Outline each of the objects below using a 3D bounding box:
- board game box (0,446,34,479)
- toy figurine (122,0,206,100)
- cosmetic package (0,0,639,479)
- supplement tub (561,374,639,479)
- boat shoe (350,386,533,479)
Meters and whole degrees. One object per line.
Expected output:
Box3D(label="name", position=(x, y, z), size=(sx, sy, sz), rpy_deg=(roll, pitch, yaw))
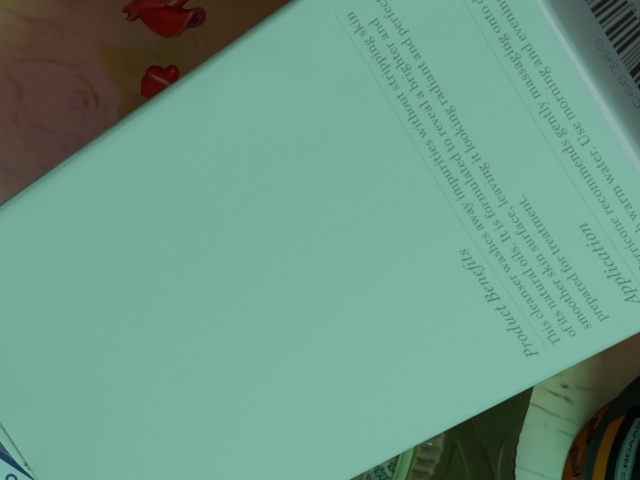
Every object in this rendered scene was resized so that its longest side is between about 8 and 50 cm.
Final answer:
Box3D(label="board game box", position=(-0.169, 0.209, 0.887), size=(0.201, 0.035, 0.136), rpy_deg=(36, 73, -10))
Box3D(label="toy figurine", position=(-0.074, -0.272, 0.963), size=(0.217, 0.191, 0.363), rpy_deg=(-30, 90, -48))
Box3D(label="cosmetic package", position=(0.000, 0.000, 0.794), size=(0.217, 0.385, 0.156), rpy_deg=(59, 29, -4))
Box3D(label="supplement tub", position=(0.282, 0.155, 0.879), size=(0.207, 0.338, 0.207), rpy_deg=(3, 81, -17))
Box3D(label="boat shoe", position=(0.063, 0.148, 0.953), size=(0.104, 0.089, 0.285), rpy_deg=(22, 79, -29))
